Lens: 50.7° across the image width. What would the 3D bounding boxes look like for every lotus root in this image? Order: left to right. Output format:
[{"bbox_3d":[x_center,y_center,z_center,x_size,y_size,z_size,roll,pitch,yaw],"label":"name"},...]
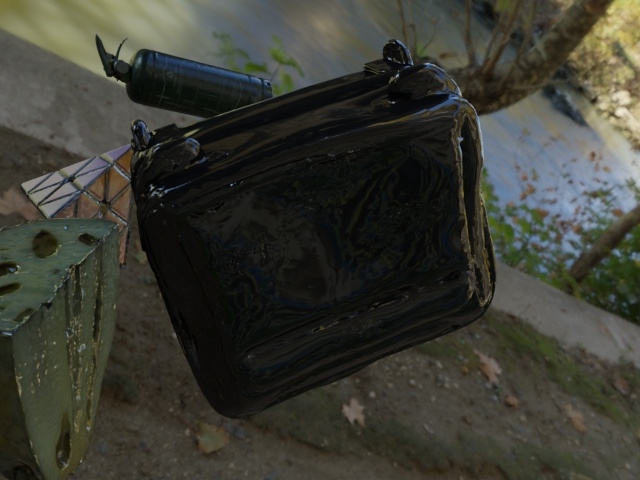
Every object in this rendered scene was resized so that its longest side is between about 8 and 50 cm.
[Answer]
[{"bbox_3d":[-0.331,0.136,0.766,0.149,0.260,0.267,8,25,3],"label":"lotus root"}]

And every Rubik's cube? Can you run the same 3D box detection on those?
[{"bbox_3d":[-0.392,-0.088,1.079,0.178,0.211,0.190,18,70,18],"label":"Rubik's cube"}]

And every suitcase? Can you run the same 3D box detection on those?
[{"bbox_3d":[0.000,0.000,0.713,0.188,0.345,0.339,-127,-161,-56],"label":"suitcase"}]

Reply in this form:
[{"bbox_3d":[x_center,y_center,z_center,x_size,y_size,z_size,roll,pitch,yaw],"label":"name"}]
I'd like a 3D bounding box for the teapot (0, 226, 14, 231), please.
[{"bbox_3d":[-0.543,0.012,1.153,0.063,0.049,0.083,8,29,-21],"label":"teapot"}]

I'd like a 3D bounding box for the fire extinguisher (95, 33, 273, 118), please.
[{"bbox_3d":[-0.238,-0.277,1.185,0.311,0.095,0.114,6,87,-28],"label":"fire extinguisher"}]
